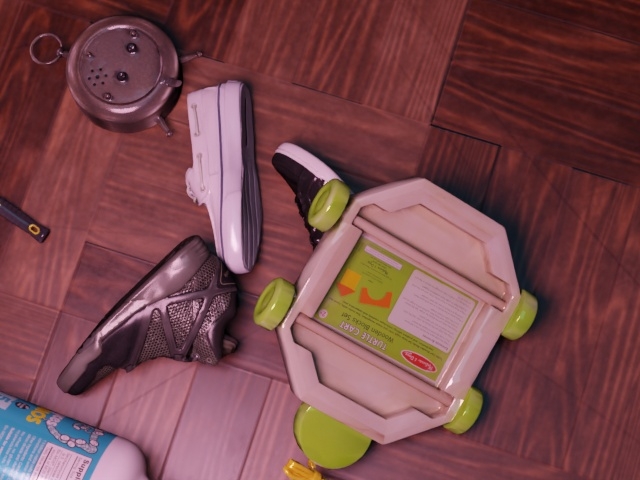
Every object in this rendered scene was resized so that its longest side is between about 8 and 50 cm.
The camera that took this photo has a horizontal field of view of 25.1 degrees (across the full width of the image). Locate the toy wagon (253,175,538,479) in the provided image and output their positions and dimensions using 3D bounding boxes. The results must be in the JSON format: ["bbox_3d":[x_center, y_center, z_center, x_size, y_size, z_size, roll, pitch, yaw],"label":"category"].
[{"bbox_3d":[0.060,0.106,1.525,0.267,0.068,0.344,30,89,-16],"label":"toy wagon"}]

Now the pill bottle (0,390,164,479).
[{"bbox_3d":[-0.283,0.255,1.499,0.264,0.146,0.146,20,79,4],"label":"pill bottle"}]

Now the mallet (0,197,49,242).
[{"bbox_3d":[-0.384,-0.065,1.629,0.190,0.039,0.062,27,83,2],"label":"mallet"}]

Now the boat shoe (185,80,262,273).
[{"bbox_3d":[-0.113,-0.067,1.611,0.076,0.083,0.226,-7,68,14],"label":"boat shoe"}]

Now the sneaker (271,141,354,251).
[{"bbox_3d":[0.000,0.000,1.584,0.217,0.079,0.121,43,80,8],"label":"sneaker"}]

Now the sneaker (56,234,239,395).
[{"bbox_3d":[-0.176,0.113,1.557,0.227,0.087,0.130,-41,98,5],"label":"sneaker"}]

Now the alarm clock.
[{"bbox_3d":[-0.243,-0.197,1.643,0.192,0.064,0.129,17,79,8],"label":"alarm clock"}]
